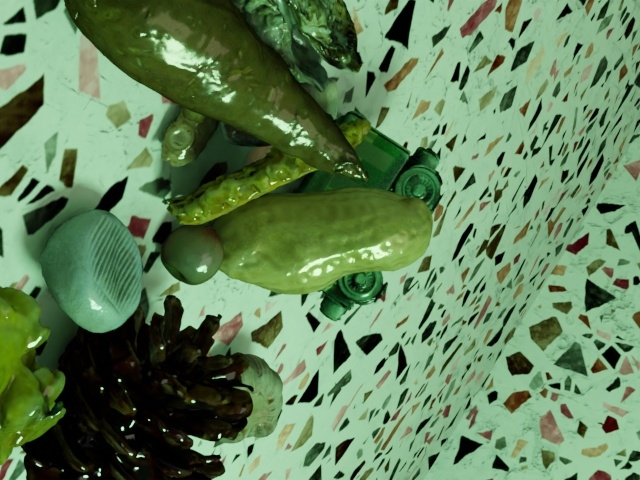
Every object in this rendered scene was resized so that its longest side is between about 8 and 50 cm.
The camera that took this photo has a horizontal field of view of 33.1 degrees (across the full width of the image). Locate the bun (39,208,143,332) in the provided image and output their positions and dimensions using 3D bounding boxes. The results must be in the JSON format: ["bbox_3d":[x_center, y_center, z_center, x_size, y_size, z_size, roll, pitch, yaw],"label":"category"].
[{"bbox_3d":[-0.263,0.036,1.223,0.141,0.083,0.140,42,41,-52],"label":"bun"}]

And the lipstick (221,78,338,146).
[{"bbox_3d":[-0.042,-0.172,1.377,0.253,0.078,0.078,-33,125,-67],"label":"lipstick"}]

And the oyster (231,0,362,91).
[{"bbox_3d":[-0.058,-0.285,1.224,0.158,0.162,0.351,-42,150,19],"label":"oyster"}]

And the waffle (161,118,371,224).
[{"bbox_3d":[-0.062,-0.088,1.358,0.254,0.052,0.245,-23,-175,33],"label":"waffle"}]

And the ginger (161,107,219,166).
[{"bbox_3d":[-0.141,-0.167,1.297,0.069,0.051,0.173,8,105,-65],"label":"ginger"}]

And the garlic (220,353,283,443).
[{"bbox_3d":[-0.132,0.247,1.703,0.159,0.102,0.147,23,99,-42],"label":"garlic"}]

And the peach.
[{"bbox_3d":[-0.166,0.017,1.407,0.083,0.083,0.083,-44,151,-32],"label":"peach"}]

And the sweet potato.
[{"bbox_3d":[-0.107,-0.182,1.123,0.423,0.130,0.130,35,85,-39],"label":"sweet potato"}]

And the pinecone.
[{"bbox_3d":[-0.215,0.210,1.332,0.295,0.242,0.298,-59,166,12],"label":"pinecone"}]

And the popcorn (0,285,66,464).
[{"bbox_3d":[-0.353,0.145,1.085,0.189,0.169,0.218,-33,150,-44],"label":"popcorn"}]

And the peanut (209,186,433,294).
[{"bbox_3d":[0.000,0.000,1.500,0.319,0.147,0.147,-5,135,-9],"label":"peanut"}]

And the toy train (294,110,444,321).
[{"bbox_3d":[0.051,-0.034,1.626,0.300,0.202,0.120,-58,180,-4],"label":"toy train"}]
